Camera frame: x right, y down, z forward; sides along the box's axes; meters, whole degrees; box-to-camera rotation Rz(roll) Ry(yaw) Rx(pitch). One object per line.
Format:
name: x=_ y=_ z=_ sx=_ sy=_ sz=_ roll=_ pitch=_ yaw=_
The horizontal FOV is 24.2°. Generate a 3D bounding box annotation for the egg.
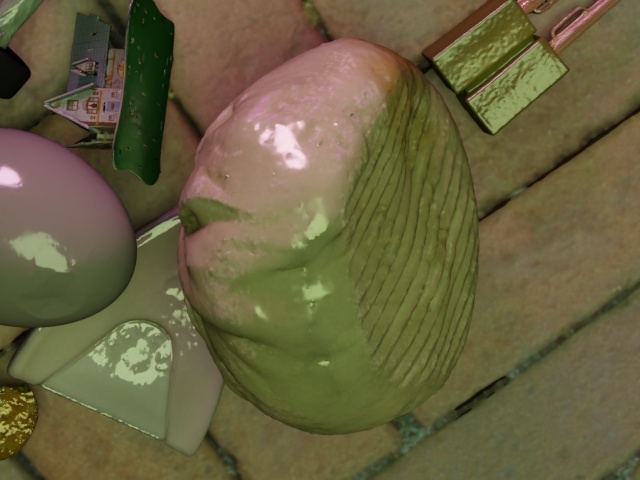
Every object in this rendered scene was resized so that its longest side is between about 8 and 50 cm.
egg: x=-0.273 y=-0.008 z=1.350 sx=0.232 sy=0.176 sz=0.176 roll=26 pitch=99 yaw=18

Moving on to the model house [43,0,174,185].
model house: x=-0.199 y=-0.139 z=1.379 sx=0.088 sy=0.117 sz=0.167 roll=4 pitch=84 yaw=16

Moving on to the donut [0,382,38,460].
donut: x=-0.333 y=0.166 z=1.463 sx=0.108 sy=0.043 sz=0.097 roll=36 pitch=95 yaw=-15

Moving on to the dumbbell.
dumbbell: x=-0.261 y=-0.228 z=1.355 sx=0.100 sy=0.100 sz=0.191 roll=40 pitch=95 yaw=-14

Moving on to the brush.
brush: x=0.222 y=-0.214 z=1.454 sx=0.233 sy=0.047 sz=0.103 roll=-39 pitch=105 yaw=1

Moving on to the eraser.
eraser: x=-0.160 y=0.069 z=1.457 sx=0.204 sy=0.059 sz=0.243 roll=28 pitch=100 yaw=-13

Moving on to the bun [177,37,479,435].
bun: x=0.000 y=0.000 z=1.351 sx=0.219 sy=0.365 sz=0.365 roll=2 pitch=105 yaw=27
